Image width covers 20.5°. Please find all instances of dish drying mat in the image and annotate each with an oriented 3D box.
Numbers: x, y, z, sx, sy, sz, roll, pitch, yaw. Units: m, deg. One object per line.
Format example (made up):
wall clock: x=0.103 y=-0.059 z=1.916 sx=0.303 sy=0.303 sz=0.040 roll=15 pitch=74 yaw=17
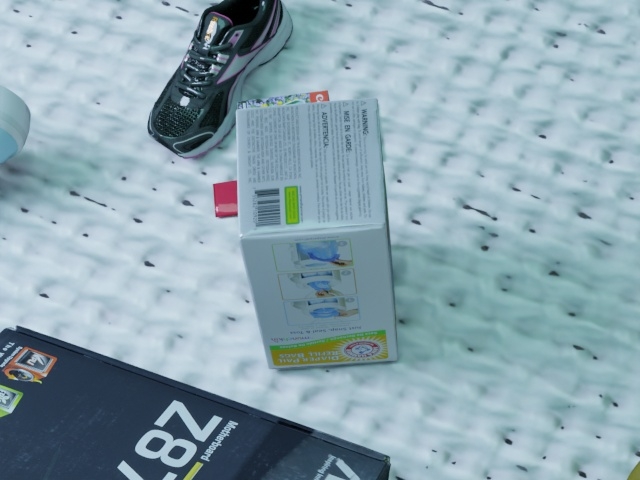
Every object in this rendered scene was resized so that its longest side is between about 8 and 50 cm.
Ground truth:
dish drying mat: x=-0.046 y=-0.037 z=1.448 sx=0.083 sy=0.008 sz=0.032 roll=-7 pitch=60 yaw=1

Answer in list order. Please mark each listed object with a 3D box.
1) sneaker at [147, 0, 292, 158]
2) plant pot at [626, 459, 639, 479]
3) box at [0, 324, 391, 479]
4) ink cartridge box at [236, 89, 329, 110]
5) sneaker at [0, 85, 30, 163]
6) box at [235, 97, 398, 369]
sneaker: x=-0.091 y=-0.155 z=1.481 sx=0.072 sy=0.077 sz=0.178 roll=21 pitch=65 yaw=18
plant pot: x=0.300 y=0.227 z=1.154 sx=0.212 sy=0.187 sz=0.212 roll=7 pitch=60 yaw=10
box: x=-0.173 y=0.236 z=1.161 sx=0.318 sy=0.097 sz=0.395 roll=19 pitch=37 yaw=17
ink cartridge box: x=-0.009 y=-0.090 z=1.462 sx=0.115 sy=0.029 sz=0.063 roll=-7 pitch=59 yaw=2
sneaker: x=-0.406 y=-0.031 z=1.424 sx=0.366 sy=0.135 sz=0.150 roll=-11 pitch=67 yaw=10
box: x=0.000 y=0.000 z=1.308 sx=0.103 sy=0.203 sz=0.114 roll=-4 pitch=58 yaw=3
